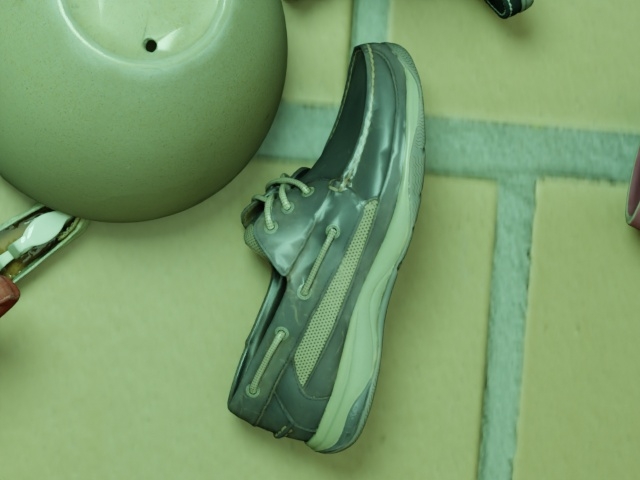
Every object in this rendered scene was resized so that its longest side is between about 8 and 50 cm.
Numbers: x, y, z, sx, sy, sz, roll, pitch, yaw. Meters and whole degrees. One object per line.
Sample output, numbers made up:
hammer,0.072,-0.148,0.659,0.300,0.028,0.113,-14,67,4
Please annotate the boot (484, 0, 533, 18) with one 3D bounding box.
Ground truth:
boot,0.052,-0.249,1.107,0.178,0.085,0.236,-39,89,-6

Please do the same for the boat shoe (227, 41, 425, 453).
boat shoe,0.000,0.000,1.081,0.130,0.132,0.355,11,88,-11

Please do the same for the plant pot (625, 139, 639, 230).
plant pot,0.374,-0.053,1.131,0.180,0.201,0.201,14,89,5

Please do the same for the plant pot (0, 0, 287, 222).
plant pot,-0.149,-0.168,0.994,0.284,0.191,0.284,2,82,-14

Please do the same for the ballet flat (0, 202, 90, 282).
ballet flat,-0.264,0.010,1.069,0.168,0.052,0.057,-39,98,-7

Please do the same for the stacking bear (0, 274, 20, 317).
stacking bear,-0.394,-0.027,0.994,0.175,0.164,0.289,-27,84,-42
